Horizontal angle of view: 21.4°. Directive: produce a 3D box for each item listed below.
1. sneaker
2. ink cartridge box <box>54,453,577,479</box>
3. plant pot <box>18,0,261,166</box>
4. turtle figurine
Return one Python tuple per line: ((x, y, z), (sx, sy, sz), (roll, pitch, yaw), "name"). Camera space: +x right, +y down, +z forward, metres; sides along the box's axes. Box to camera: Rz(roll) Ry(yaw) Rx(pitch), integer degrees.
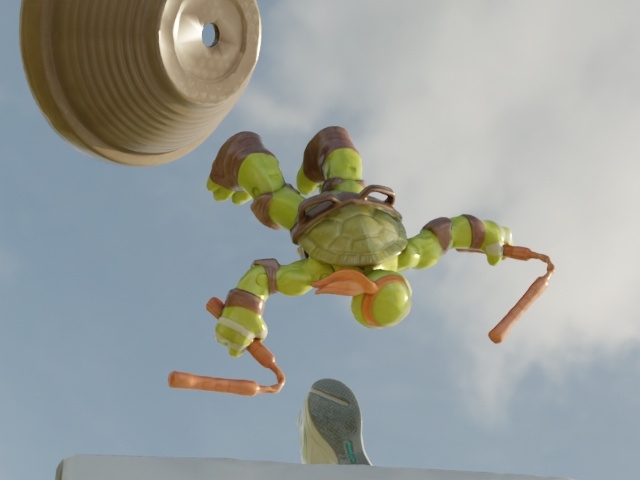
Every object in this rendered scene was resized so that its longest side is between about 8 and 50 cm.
((0.016, 0.187, 1.324), (0.061, 0.054, 0.152), (126, -44, -58), "sneaker")
((0.001, 0.214, 0.304), (0.131, 0.306, 0.226), (4, -61, -5), "ink cartridge box")
((-0.129, -0.177, 1.441), (0.110, 0.237, 0.237), (10, -48, 45), "plant pot")
((0.000, 0.000, 1.129), (0.217, 0.270, 0.087), (-127, -156, -49), "turtle figurine")
